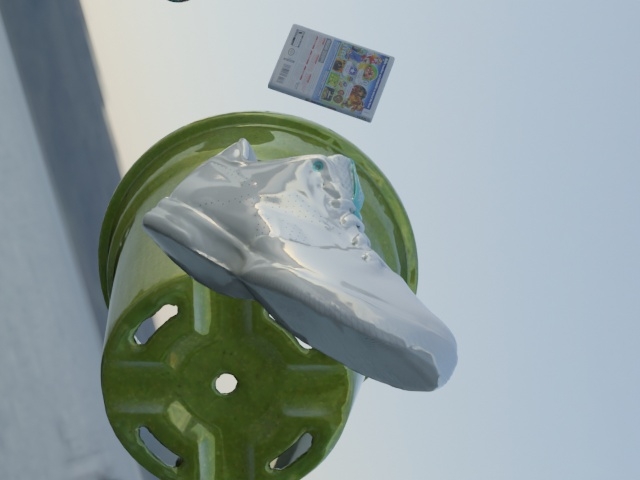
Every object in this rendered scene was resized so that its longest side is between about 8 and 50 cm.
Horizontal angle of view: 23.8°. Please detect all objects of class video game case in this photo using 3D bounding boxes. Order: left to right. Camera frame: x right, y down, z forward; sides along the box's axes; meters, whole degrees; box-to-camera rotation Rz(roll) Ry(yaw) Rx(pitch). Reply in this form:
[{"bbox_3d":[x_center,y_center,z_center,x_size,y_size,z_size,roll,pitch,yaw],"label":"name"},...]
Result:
[{"bbox_3d":[0.013,-0.187,1.692,0.011,0.122,0.087,101,9,-64],"label":"video game case"}]

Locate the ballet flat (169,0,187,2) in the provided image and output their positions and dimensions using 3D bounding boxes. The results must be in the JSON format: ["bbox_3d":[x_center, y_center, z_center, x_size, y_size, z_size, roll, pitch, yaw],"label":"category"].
[{"bbox_3d":[-0.125,-0.346,1.488,0.079,0.077,0.221,-87,-176,-64],"label":"ballet flat"}]

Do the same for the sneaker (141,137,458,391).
[{"bbox_3d":[0.000,0.000,0.791,0.212,0.094,0.080,29,-18,38],"label":"sneaker"}]

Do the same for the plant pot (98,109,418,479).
[{"bbox_3d":[-0.059,0.063,1.181,0.254,0.276,0.276,-82,159,-71],"label":"plant pot"}]
